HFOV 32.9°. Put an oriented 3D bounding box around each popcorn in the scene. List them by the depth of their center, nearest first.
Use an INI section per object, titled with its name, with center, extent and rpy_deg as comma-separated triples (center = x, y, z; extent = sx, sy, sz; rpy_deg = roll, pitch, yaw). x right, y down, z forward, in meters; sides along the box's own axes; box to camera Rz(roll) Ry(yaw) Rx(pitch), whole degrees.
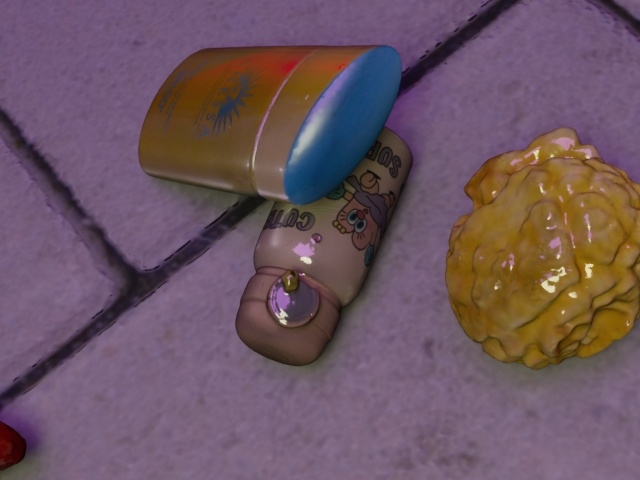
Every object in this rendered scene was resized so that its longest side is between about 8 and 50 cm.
[popcorn]
center = 0.174, 0.008, 0.826
extent = 0.180, 0.180, 0.170
rpy_deg = 23, 36, 23

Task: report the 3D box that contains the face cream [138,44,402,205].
[face cream]
center = -0.053, -0.103, 0.913
extent = 0.285, 0.067, 0.139
rpy_deg = 13, 73, 54

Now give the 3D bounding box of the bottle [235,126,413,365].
[bottle]
center = 0.000, 0.000, 0.900
extent = 0.097, 0.110, 0.209
rpy_deg = 22, 69, 1

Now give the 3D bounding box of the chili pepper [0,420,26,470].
[chili pepper]
center = -0.364, 0.182, 0.895
extent = 0.253, 0.144, 0.136
rpy_deg = -2, 43, 0
